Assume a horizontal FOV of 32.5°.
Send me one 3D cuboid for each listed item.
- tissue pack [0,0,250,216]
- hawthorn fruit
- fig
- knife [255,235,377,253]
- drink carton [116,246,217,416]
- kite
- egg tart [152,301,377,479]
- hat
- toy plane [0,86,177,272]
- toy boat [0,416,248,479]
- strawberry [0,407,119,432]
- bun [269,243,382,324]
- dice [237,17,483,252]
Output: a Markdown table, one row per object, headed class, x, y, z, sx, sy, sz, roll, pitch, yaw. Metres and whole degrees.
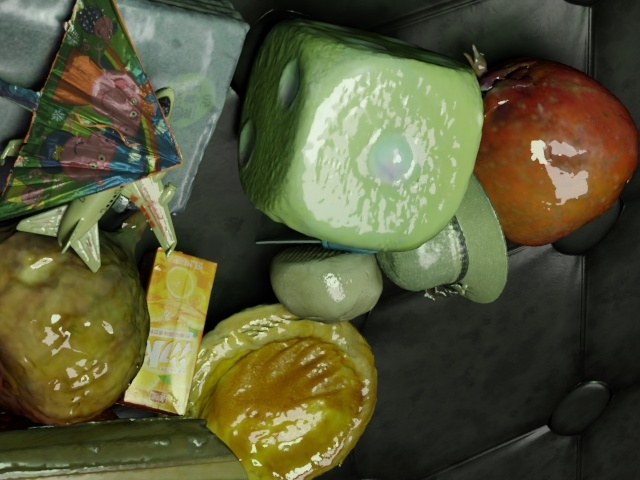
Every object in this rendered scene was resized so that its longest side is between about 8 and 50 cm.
| class | x | y | z | sx | sy | sz | roll | pitch | yaw |
| --- | --- | --- | --- | --- | --- | --- | --- | --- | --- |
| tissue pack | -0.315 | -0.191 | 1.315 | 0.394 | 0.124 | 0.288 | 8 | 119 | -32 |
| hawthorn fruit | 0.293 | -0.157 | 1.588 | 0.276 | 0.276 | 0.307 | -43 | 113 | 7 |
| fig | -0.305 | 0.058 | 1.451 | 0.368 | 0.286 | 0.286 | -41 | 137 | -27 |
| knife | 0.002 | -0.001 | 1.580 | 0.058 | 0.244 | 0.032 | -22 | 105 | -41 |
| drink carton | -0.220 | 0.128 | 1.542 | 0.096 | 0.071 | 0.223 | 17 | 74 | -23 |
| kite | -0.253 | -0.137 | 1.218 | 0.234 | 0.016 | 0.321 | 24 | 104 | -3 |
| egg tart | -0.097 | 0.244 | 1.728 | 0.388 | 0.169 | 0.388 | -14 | 125 | -21 |
| hat | 0.146 | -0.004 | 1.600 | 0.130 | 0.257 | 0.257 | -23 | 131 | -20 |
| toy plane | -0.245 | -0.082 | 1.283 | 0.229 | 0.092 | 0.244 | 32 | 100 | -21 |
| toy boat | -0.290 | 0.326 | 1.433 | 0.445 | 0.136 | 0.162 | 0 | 104 | -30 |
| strawberry | -0.411 | 0.346 | 1.610 | 0.238 | 0.250 | 0.288 | -35 | 175 | -40 |
| bun | 0.012 | 0.065 | 1.592 | 0.173 | 0.166 | 0.113 | -16 | 105 | -50 |
| dice | 0.044 | -0.140 | 1.424 | 0.252 | 0.250 | 0.254 | 9 | 105 | -23 |
